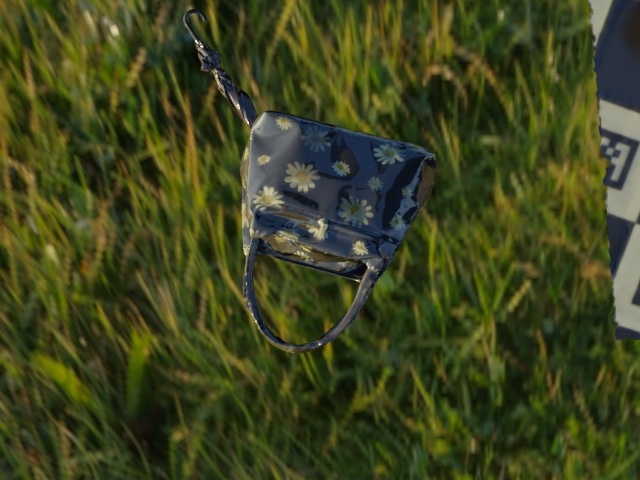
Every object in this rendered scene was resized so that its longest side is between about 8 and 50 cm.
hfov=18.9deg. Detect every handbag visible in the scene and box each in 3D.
[{"bbox_3d":[0.000,0.000,1.138,0.115,0.072,0.139,15,72,-3],"label":"handbag"}]

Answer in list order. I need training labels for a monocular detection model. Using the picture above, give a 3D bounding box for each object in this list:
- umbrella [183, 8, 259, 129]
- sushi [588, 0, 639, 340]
[{"bbox_3d":[-0.063,-0.104,1.309,0.022,0.013,0.122,-26,80,-17],"label":"umbrella"},{"bbox_3d":[0.275,-0.082,0.893,0.290,0.050,0.264,-7,101,-5],"label":"sushi"}]
